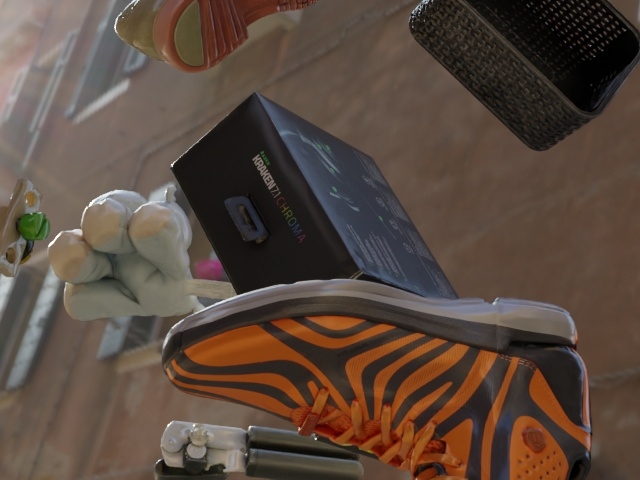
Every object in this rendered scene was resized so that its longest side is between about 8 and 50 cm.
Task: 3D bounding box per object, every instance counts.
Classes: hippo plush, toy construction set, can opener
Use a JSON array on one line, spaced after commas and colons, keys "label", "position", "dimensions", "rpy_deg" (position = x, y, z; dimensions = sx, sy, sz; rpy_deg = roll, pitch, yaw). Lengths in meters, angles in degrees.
[{"label": "hippo plush", "position": [-0.273, -0.008, 1.856], "dimensions": [0.294, 0.236, 0.234], "rpy_deg": [9, -54, -9]}, {"label": "toy construction set", "position": [-0.473, -0.024, 1.395], "dimensions": [0.237, 0.309, 0.257], "rpy_deg": [6, -57, 18]}, {"label": "can opener", "position": [-0.082, 0.295, 1.582], "dimensions": [0.280, 0.074, 0.093], "rpy_deg": [5, -46, -7]}]

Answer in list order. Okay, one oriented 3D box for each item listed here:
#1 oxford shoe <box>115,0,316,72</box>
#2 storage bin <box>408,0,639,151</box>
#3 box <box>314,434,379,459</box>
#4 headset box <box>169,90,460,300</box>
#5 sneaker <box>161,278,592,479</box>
[{"label": "oxford shoe", "position": [-0.106, -0.365, 1.555], "dimensions": [0.147, 0.397, 0.140], "rpy_deg": [20, -45, 37]}, {"label": "storage bin", "position": [0.186, -0.186, 1.056], "dimensions": [0.180, 0.122, 0.084], "rpy_deg": [43, -29, -6]}, {"label": "box", "position": [0.096, 0.167, 1.494], "dimensions": [0.216, 0.270, 0.060], "rpy_deg": [20, -54, -19]}, {"label": "headset box", "position": [0.000, 0.000, 1.259], "dimensions": [0.131, 0.246, 0.283], "rpy_deg": [-39, -28, 17]}, {"label": "sneaker", "position": [0.050, 0.132, 0.821], "dimensions": [0.321, 0.180, 0.124], "rpy_deg": [2, -28, -12]}]
